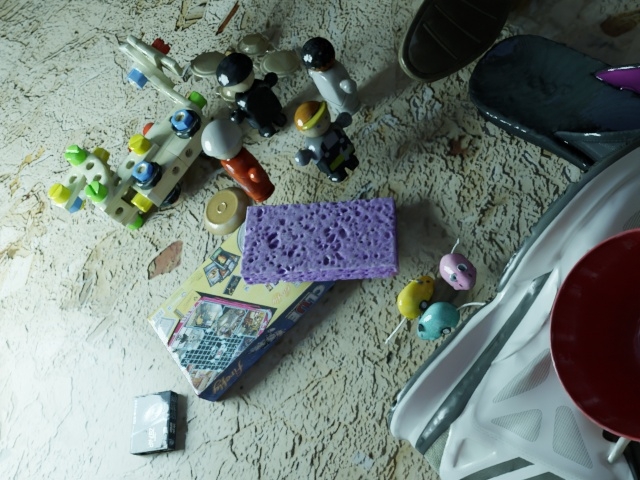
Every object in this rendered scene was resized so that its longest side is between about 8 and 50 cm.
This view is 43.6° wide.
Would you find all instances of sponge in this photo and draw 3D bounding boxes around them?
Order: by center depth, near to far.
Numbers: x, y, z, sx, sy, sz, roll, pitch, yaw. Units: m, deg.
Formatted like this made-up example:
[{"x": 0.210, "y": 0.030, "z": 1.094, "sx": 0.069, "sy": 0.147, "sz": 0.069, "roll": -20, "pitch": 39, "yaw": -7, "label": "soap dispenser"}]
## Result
[{"x": 0.000, "y": 0.000, "z": 1.082, "sx": 0.210, "sy": 0.031, "sz": 0.117, "roll": -4, "pitch": 53, "yaw": 10, "label": "sponge"}]

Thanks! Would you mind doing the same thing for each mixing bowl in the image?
[{"x": 0.305, "y": 0.084, "z": 0.697, "sx": 0.181, "sy": 0.098, "sz": 0.181, "roll": -12, "pitch": 72, "yaw": 41, "label": "mixing bowl"}]

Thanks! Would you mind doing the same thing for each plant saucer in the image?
[{"x": -0.149, "y": -0.048, "z": 1.236, "sx": 0.083, "sy": 0.015, "sz": 0.083, "roll": -11, "pitch": 63, "yaw": 23, "label": "plant saucer"}]

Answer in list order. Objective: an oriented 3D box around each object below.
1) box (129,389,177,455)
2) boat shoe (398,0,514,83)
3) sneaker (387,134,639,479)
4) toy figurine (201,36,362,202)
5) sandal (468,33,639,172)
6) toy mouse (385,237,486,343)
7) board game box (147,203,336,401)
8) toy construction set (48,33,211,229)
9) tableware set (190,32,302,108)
[{"x": -0.236, "y": 0.259, "z": 1.136, "sx": 0.067, "sy": 0.018, "sz": 0.083, "roll": -13, "pitch": 62, "yaw": 23, "label": "box"}, {"x": 0.211, "y": -0.337, "z": 1.129, "sx": 0.111, "sy": 0.104, "sz": 0.307, "roll": 41, "pitch": 81, "yaw": -9, "label": "boat shoe"}, {"x": 0.299, "y": 0.120, "z": 0.843, "sx": 0.257, "sy": 0.169, "sz": 0.447, "roll": 43, "pitch": 103, "yaw": 26, "label": "sneaker"}, {"x": -0.052, "y": -0.180, "z": 1.143, "sx": 0.209, "sy": 0.148, "sz": 0.213, "roll": -10, "pitch": 50, "yaw": 24, "label": "toy figurine"}, {"x": 0.361, "y": -0.146, "z": 0.951, "sx": 0.446, "sy": 0.107, "sz": 0.167, "roll": 28, "pitch": 82, "yaw": 35, "label": "sandal"}, {"x": 0.148, "y": 0.065, "z": 0.977, "sx": 0.161, "sy": 0.031, "sz": 0.143, "roll": -58, "pitch": 26, "yaw": -11, "label": "toy mouse"}, {"x": -0.116, "y": 0.086, "z": 1.139, "sx": 0.243, "sy": 0.042, "sz": 0.165, "roll": -44, "pitch": 55, "yaw": 3, "label": "board game box"}, {"x": -0.296, "y": -0.161, "z": 1.298, "sx": 0.215, "sy": 0.151, "sz": 0.327, "roll": 30, "pitch": 94, "yaw": 35, "label": "toy construction set"}, {"x": -0.122, "y": -0.283, "z": 1.299, "sx": 0.169, "sy": 0.020, "sz": 0.141, "roll": -30, "pitch": 54, "yaw": -15, "label": "tableware set"}]
